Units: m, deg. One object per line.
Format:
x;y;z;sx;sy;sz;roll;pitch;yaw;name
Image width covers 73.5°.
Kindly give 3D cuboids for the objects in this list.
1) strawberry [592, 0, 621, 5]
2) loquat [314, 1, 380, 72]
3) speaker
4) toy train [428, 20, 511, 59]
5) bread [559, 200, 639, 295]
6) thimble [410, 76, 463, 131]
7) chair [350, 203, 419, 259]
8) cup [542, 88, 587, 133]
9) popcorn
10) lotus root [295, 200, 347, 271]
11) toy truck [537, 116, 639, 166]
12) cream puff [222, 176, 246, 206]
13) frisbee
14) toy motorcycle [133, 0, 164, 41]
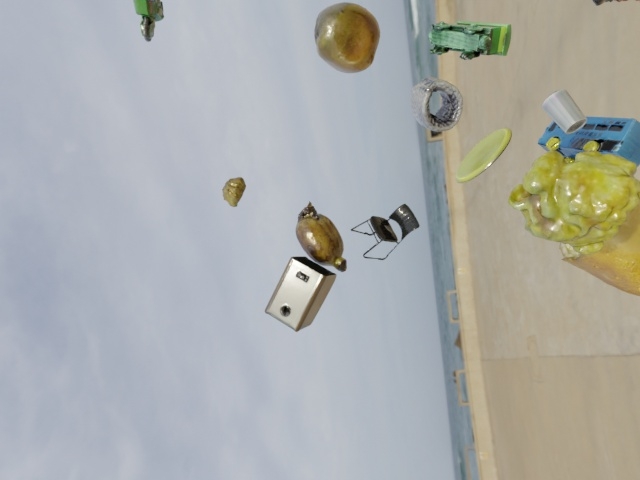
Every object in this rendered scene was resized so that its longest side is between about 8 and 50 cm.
0.804;-0.629;0.962;0.233;0.306;0.137;-25;-66;-41;strawberry
0.108;-0.852;1.810;0.276;0.284;0.276;-177;90;-71;loquat
-0.071;0.193;1.587;0.231;0.153;0.192;-63;-15;7;speaker
0.561;-0.771;1.638;0.301;0.202;0.120;42;142;49;toy train
1.064;0.036;1.481;0.250;0.394;0.361;-53;-14;-9;bread
0.548;-0.651;2.047;0.245;0.217;0.157;49;-176;-31;thimble
0.258;-0.043;1.694;0.145;0.221;0.140;9;-132;-46;chair
0.706;-0.366;1.227;0.104;0.074;0.116;-3;-122;-38;cup
0.583;-0.085;1.005;0.235;0.242;0.250;-45;-30;-22;popcorn
0.000;0.000;1.712;0.169;0.141;0.314;-19;-107;-48;lotus root
1.029;-0.375;1.634;0.162;0.161;0.385;-62;21;8;toy truck
-0.247;-0.140;1.208;0.083;0.058;0.083;-23;47;67;cream puff
0.545;-0.288;1.451;0.017;0.236;0.236;39;-152;-11;frisbee
-0.389;-0.552;0.958;0.190;0.074;0.106;103;171;-49;toy motorcycle
